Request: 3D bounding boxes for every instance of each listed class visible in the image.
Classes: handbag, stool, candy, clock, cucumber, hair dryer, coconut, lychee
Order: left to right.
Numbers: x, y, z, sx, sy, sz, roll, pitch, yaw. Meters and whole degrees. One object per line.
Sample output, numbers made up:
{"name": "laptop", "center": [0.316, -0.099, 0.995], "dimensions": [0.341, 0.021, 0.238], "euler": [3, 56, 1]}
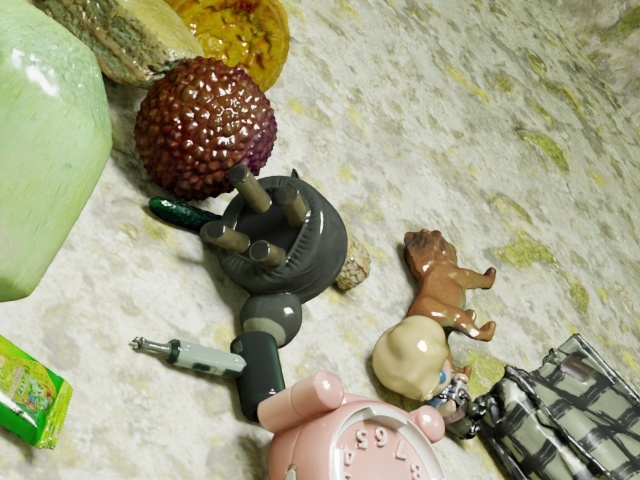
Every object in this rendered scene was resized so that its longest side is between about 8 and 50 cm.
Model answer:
{"name": "coconut", "center": [-0.344, -0.072, 1.136], "dimensions": [0.281, 0.328, 0.328], "euler": [36, 28, -51]}
{"name": "candy", "center": [-0.316, 0.122, 1.194], "dimensions": [0.178, 0.032, 0.102], "euler": [39, 30, -18]}
{"name": "cucumber", "center": [-0.165, -0.030, 1.593], "dimensions": [0.133, 0.032, 0.032], "euler": [20, 40, -44]}
{"name": "lychee", "center": [-0.150, -0.134, 1.603], "dimensions": [0.188, 0.188, 0.188], "euler": [34, 31, -25]}
{"name": "hair dryer", "center": [-0.128, 0.142, 1.429], "dimensions": [0.197, 0.057, 0.100], "euler": [18, 40, -31]}
{"name": "stool", "center": [-0.053, 0.012, 1.547], "dimensions": [0.139, 0.153, 0.228], "euler": [42, 28, -57]}
{"name": "clock", "center": [0.038, 0.295, 1.388], "dimensions": [0.227, 0.142, 0.241], "euler": [22, 48, -39]}
{"name": "handbag", "center": [0.400, 0.310, 1.841], "dimensions": [0.327, 0.162, 0.325], "euler": [51, 26, 17]}

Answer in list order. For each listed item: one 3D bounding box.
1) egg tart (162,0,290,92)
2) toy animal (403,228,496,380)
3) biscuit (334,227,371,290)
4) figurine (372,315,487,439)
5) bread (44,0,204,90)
{"name": "egg tart", "center": [-0.148, -0.310, 1.815], "dimensions": [0.202, 0.202, 0.147], "euler": [35, 18, -24]}
{"name": "toy animal", "center": [0.179, 0.090, 1.888], "dimensions": [0.157, 0.097, 0.312], "euler": [29, 34, -10]}
{"name": "biscuit", "center": [0.000, 0.000, 1.750], "dimensions": [0.168, 0.070, 0.082], "euler": [40, 33, -21]}
{"name": "figurine", "center": [0.155, 0.192, 1.704], "dimensions": [0.196, 0.108, 0.114], "euler": [47, 53, -18]}
{"name": "bread", "center": [-0.256, -0.279, 1.674], "dimensions": [0.196, 0.102, 0.138], "euler": [44, 22, 9]}
